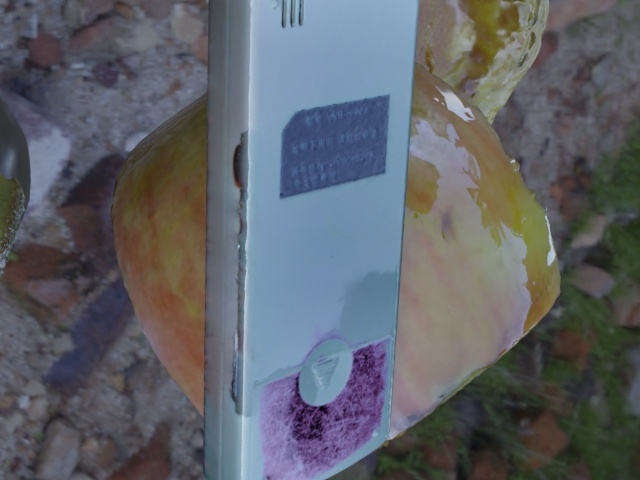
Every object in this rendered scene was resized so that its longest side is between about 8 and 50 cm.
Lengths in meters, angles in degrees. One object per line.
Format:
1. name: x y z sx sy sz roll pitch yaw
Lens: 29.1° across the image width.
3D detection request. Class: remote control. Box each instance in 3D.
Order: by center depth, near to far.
1. remote control: -0.007 -0.003 0.776 0.145 0.050 0.344 -14 116 -41

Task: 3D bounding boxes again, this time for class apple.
1. apple: 0.000 0.000 0.994 0.314 0.252 0.309 -36 91 -5

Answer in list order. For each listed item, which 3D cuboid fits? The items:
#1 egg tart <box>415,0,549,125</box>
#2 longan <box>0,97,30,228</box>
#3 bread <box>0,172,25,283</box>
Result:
1. egg tart: 0.097 -0.268 1.523 0.388 0.169 0.388 -11 119 -22
2. longan: -0.522 -0.054 1.552 0.288 0.288 0.350 27 108 -39
3. bread: -0.360 0.053 1.143 0.110 0.184 0.234 19 107 -14
